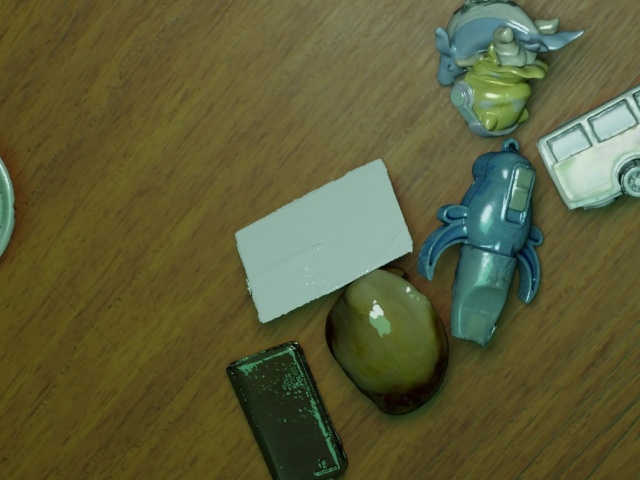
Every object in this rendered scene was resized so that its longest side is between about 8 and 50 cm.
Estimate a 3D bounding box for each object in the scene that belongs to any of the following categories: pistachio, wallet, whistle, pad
[{"bbox_3d":[0.090,0.130,1.957,0.165,0.130,0.210,-4,105,28],"label":"pistachio"},{"bbox_3d":[-0.044,0.243,2.042,0.110,0.031,0.198,-21,96,10],"label":"wallet"},{"bbox_3d":[0.217,0.000,1.917,0.180,0.093,0.269,15,90,-30],"label":"whistle"},{"bbox_3d":[0.000,0.000,1.961,0.232,0.004,0.156,-27,57,14],"label":"pad"}]

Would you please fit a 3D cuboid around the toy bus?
[{"bbox_3d":[0.445,-0.150,1.877,0.343,0.097,0.138,-29,87,13],"label":"toy bus"}]

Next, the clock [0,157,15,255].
[{"bbox_3d":[-0.523,-0.052,2.053,0.237,0.053,0.236,1,97,10],"label":"clock"}]

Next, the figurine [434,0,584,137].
[{"bbox_3d":[0.223,-0.222,1.868,0.208,0.128,0.183,-7,101,50],"label":"figurine"}]
